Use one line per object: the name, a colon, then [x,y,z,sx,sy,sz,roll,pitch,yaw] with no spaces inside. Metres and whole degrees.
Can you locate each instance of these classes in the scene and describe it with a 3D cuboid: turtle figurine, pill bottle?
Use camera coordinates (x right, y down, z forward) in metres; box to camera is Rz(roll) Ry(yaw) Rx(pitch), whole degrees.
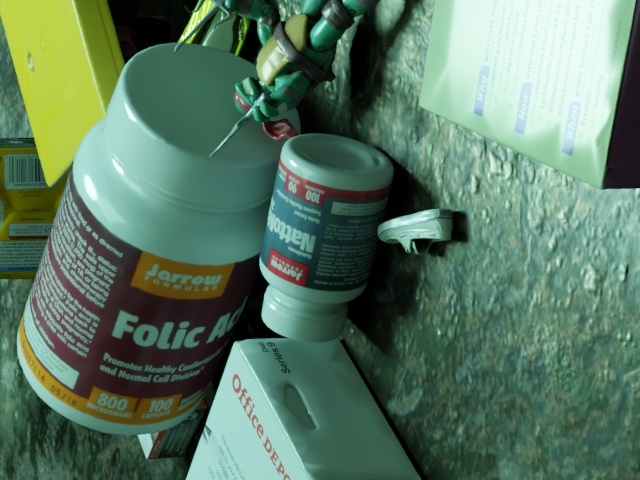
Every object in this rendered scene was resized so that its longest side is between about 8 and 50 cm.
turtle figurine: [-0.034,-0.189,1.664,0.234,0.118,0.175,-47,54,20]
pill bottle: [-0.170,0.002,1.843,0.224,0.224,0.392,63,142,37]
pill bottle: [0.000,0.000,1.659,0.108,0.108,0.180,44,129,51]

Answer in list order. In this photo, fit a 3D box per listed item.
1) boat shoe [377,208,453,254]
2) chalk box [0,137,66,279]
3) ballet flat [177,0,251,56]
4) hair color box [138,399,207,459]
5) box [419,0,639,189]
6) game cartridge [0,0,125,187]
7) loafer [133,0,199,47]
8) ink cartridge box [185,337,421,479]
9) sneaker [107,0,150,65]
boat shoe: [0.086,-0.004,1.582,0.100,0.035,0.035,-16,75,53]
chalk box: [-0.436,-0.048,2.361,0.289,0.180,0.179,9,99,61]
ballet flat: [-0.133,-0.176,1.892,0.077,0.077,0.231,-103,35,-57]
hair color box: [-0.195,0.164,2.068,0.167,0.053,0.093,62,140,37]
box: [0.197,-0.171,1.290,0.243,0.117,0.213,31,118,55]
game cartridge: [-0.297,-0.230,2.018,0.324,0.053,0.285,-25,80,66]
loafer: [-0.172,-0.260,1.980,0.080,0.078,0.220,-47,52,51]
ink cartridge box: [-0.034,0.266,1.715,0.211,0.121,0.289,58,139,42]
sneaker: [-0.251,-0.204,2.088,0.136,0.116,0.314,-58,43,46]
